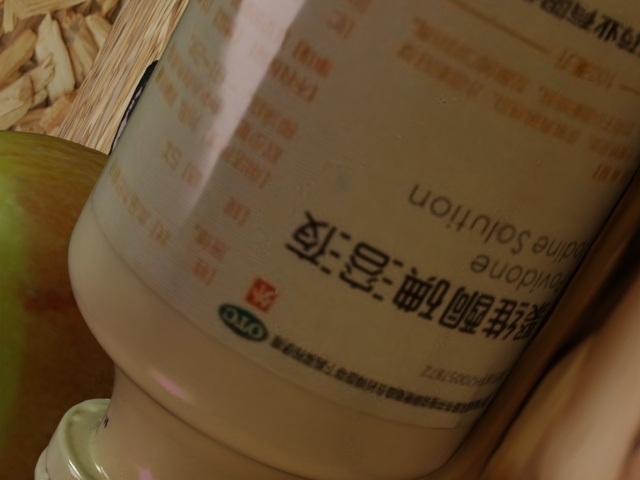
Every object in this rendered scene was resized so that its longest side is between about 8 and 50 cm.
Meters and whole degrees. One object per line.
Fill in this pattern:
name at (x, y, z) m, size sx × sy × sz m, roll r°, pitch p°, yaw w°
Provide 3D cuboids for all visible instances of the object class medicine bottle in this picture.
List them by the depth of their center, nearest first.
medicine bottle at (0.000, 0.000, 0.416) m, size 0.252 × 0.114 × 0.114 m, roll -60°, pitch 13°, yaw 17°

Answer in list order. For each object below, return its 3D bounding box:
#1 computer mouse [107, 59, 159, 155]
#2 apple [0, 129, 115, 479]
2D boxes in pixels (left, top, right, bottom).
computer mouse at (-0.077, 0.017, 0.794) m, size 0.122 × 0.073 × 0.217 m, roll -64°, pitch -4°, yaw -71°
apple at (-0.131, 0.075, 0.622) m, size 0.261 × 0.194 × 0.261 m, roll -56°, pitch 16°, yaw 25°
